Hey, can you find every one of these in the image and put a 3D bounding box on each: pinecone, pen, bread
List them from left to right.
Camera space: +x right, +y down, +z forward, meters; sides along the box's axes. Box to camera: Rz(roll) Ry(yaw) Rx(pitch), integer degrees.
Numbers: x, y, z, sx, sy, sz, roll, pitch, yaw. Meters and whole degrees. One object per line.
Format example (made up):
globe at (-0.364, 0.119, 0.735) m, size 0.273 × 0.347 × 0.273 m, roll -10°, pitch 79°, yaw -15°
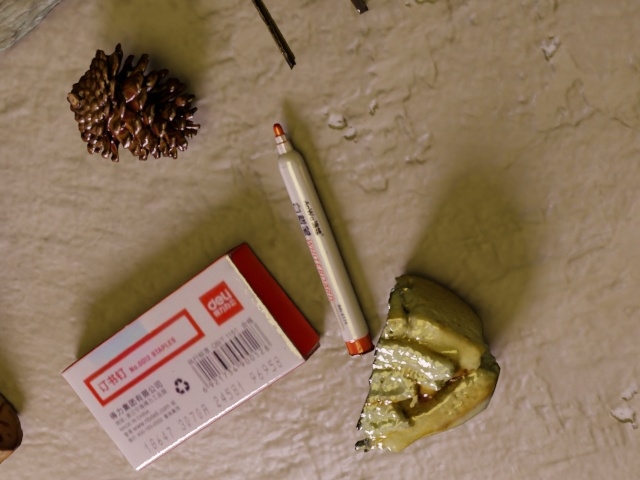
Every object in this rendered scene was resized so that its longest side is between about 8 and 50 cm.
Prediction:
pinecone at (-0.159, -0.108, 1.018) m, size 0.109 × 0.102 × 0.102 m, roll 31°, pitch 112°, yaw -6°
pen at (0.000, 0.000, 1.045) m, size 0.026 × 0.026 × 0.218 m, roll -17°, pitch 102°, yaw 19°
bread at (0.094, 0.117, 1.024) m, size 0.110 × 0.103 × 0.156 m, roll 12°, pitch 115°, yaw -1°

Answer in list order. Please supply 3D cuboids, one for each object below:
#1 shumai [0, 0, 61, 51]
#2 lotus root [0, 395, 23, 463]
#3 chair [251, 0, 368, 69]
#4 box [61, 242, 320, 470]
shumai at (-0.337, -0.295, 0.936) m, size 0.309 × 0.304 × 0.263 m, roll -27°, pitch 84°, yaw -6°
lotus root at (-0.379, 0.177, 1.172) m, size 0.159 × 0.095 × 0.135 m, roll 41°, pitch 116°, yaw 6°
chair at (-0.054, -0.303, 0.877) m, size 0.170 × 0.160 × 0.326 m, roll -29°, pitch 101°, yaw 40°
box at (-0.124, 0.112, 1.101) m, size 0.229 × 0.050 × 0.123 m, roll -36°, pitch 93°, yaw 23°
